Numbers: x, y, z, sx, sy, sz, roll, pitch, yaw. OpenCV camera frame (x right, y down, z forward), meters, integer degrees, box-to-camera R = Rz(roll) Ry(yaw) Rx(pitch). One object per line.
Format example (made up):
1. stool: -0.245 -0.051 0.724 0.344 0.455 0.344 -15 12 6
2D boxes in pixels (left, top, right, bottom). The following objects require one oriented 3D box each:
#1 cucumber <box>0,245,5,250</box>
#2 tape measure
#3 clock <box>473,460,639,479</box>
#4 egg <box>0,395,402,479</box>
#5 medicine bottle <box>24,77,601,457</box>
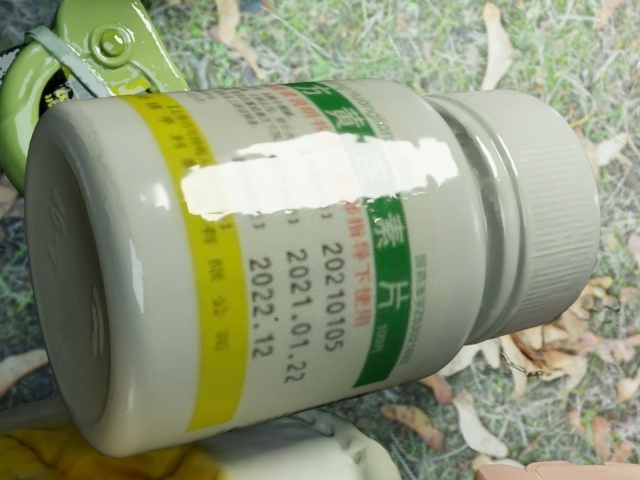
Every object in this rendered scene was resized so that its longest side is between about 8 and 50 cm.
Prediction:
1. cucumber: -0.292 0.053 0.681 0.155 0.037 0.037 -44 97 -9
2. tape measure: -0.159 -0.087 0.681 0.154 0.087 0.177 -36 100 -18
3. clock: 0.217 0.298 0.729 0.227 0.142 0.241 3 98 -10
4. egg: -0.115 0.294 0.558 0.354 0.354 0.340 -4 102 -11
5. medicine bottle: 0.000 0.000 0.617 0.339 0.208 0.208 -10 91 -29
